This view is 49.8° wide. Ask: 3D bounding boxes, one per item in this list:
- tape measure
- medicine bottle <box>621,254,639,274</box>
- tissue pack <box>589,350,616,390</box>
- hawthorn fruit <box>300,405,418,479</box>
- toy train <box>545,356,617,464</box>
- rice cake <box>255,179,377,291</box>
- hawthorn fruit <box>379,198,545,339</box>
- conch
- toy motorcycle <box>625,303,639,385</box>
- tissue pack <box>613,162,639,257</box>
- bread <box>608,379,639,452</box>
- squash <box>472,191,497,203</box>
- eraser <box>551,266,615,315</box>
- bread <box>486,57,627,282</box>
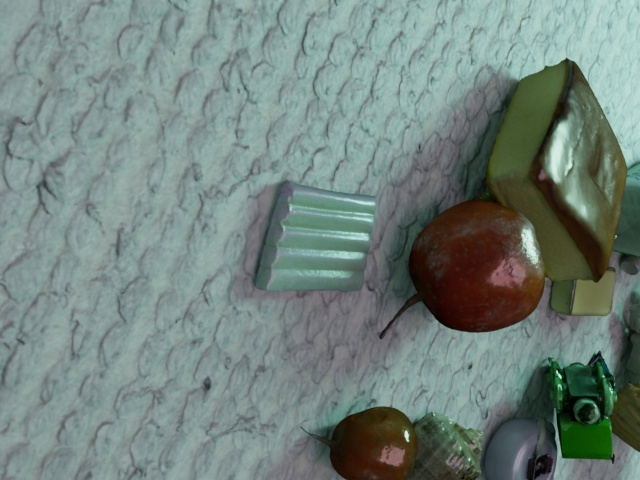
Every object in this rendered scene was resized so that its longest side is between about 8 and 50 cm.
[{"bbox_3d":[0.437,0.480,1.472,0.179,0.105,0.195,-7,102,-36],"label":"tape measure"},{"bbox_3d":[0.784,0.042,1.700,0.089,0.052,0.052,-41,119,-25],"label":"medicine bottle"},{"bbox_3d":[0.691,0.344,1.694,0.085,0.028,0.138,-50,119,-20],"label":"tissue pack"},{"bbox_3d":[0.074,0.361,1.164,0.189,0.149,0.149,-14,107,-11],"label":"hawthorn fruit"},{"bbox_3d":[0.562,0.362,1.487,0.243,0.133,0.187,-29,114,-72],"label":"toy train"},{"bbox_3d":[0.000,0.000,1.109,0.198,0.037,0.189,14,89,-37],"label":"rice cake"},{"bbox_3d":[0.265,0.044,1.196,0.263,0.231,0.234,-1,87,-42],"label":"hawthorn fruit"},{"bbox_3d":[0.222,0.413,1.321,0.207,0.130,0.155,-29,80,-7],"label":"conch"},{"bbox_3d":[0.858,0.281,1.763,0.223,0.108,0.340,-35,118,-25],"label":"toy motorcycle"},{"bbox_3d":[0.905,-0.089,1.601,0.405,0.332,0.205,-25,115,-32],"label":"tissue pack"},{"bbox_3d":[0.841,0.430,1.679,0.274,0.274,0.149,34,32,-36],"label":"bread"},{"bbox_3d":[0.365,-0.004,1.367,0.066,0.066,0.252,-51,123,-20],"label":"squash"},{"bbox_3d":[0.598,0.111,1.566,0.172,0.058,0.117,5,94,-37],"label":"eraser"},{"bbox_3d":[0.476,-0.128,1.351,0.333,0.143,0.323,47,53,-33],"label":"bread"}]
